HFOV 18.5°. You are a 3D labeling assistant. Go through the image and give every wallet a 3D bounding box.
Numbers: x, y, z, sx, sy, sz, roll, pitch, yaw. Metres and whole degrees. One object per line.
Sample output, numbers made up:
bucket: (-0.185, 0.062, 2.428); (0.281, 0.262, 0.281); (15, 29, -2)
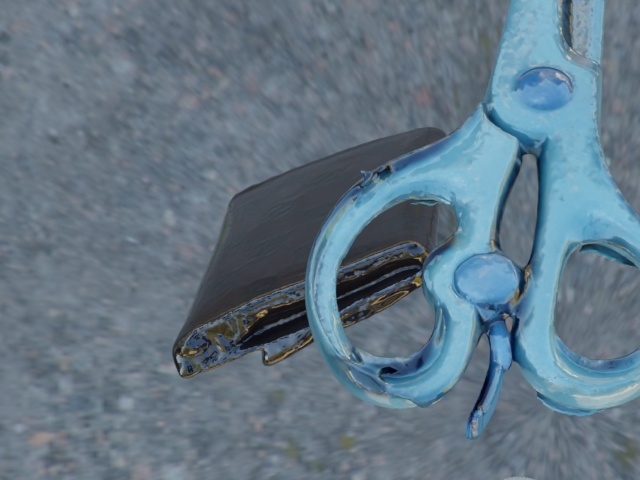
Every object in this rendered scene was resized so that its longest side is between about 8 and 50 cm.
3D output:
wallet: (0.000, 0.000, 1.305); (0.182, 0.229, 0.049); (-23, 111, 17)

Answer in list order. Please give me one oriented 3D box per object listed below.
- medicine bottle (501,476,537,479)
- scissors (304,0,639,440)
medicine bottle: (0.111, 0.257, 1.315); (0.102, 0.103, 0.187); (37, 110, 8)
scissors: (0.104, -0.065, 0.993); (0.180, 0.032, 0.393); (9, 53, 6)
